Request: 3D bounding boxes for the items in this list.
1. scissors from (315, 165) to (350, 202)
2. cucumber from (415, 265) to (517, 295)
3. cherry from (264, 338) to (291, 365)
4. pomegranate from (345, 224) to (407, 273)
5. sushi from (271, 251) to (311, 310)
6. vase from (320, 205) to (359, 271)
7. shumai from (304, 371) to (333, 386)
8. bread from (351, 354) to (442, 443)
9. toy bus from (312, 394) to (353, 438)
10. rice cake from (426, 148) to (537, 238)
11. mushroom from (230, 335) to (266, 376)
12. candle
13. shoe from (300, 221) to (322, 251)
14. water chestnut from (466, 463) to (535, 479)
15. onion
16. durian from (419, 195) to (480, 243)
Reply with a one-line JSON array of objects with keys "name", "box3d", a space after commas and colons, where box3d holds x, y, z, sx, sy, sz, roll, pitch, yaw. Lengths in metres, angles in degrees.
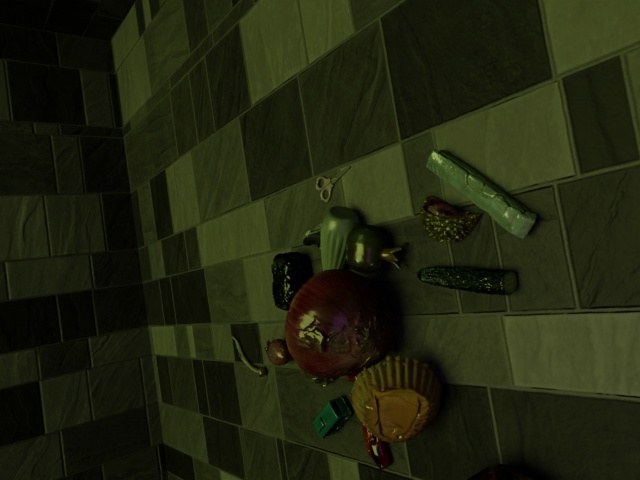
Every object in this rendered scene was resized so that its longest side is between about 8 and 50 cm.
[{"name": "scissors", "box3d": [0.046, -0.209, 1.714, 0.189, 0.015, 0.100, -36, 68, 45]}, {"name": "cucumber", "box3d": [0.374, 0.100, 1.308, 0.293, 0.067, 0.068, 2, 96, 52]}, {"name": "cherry", "box3d": [-0.188, 0.447, 2.033, 0.225, 0.090, 0.107, 15, 118, 58]}, {"name": "pomegranate", "box3d": [0.170, 0.030, 1.514, 0.191, 0.131, 0.152, 7, 95, 28]}, {"name": "sushi", "box3d": [-0.105, 0.155, 1.857, 0.127, 0.124, 0.225, -4, 86, 51]}, {"name": "vase", "box3d": [0.055, 0.014, 1.648, 0.128, 0.128, 0.248, 41, 134, 40]}, {"name": "shumai", "box3d": [0.007, 0.482, 1.806, 0.099, 0.124, 0.087, -19, 120, 31]}, {"name": "bread", "box3d": [0.217, 0.466, 1.409, 0.149, 0.274, 0.274, -74, 3, -62]}, {"name": "toy bus", "box3d": [0.039, 0.636, 1.766, 0.079, 0.091, 0.160, 56, 134, 32]}, {"name": "rice cake", "box3d": [0.402, -0.126, 1.248, 0.336, 0.063, 0.066, 46, 136, 36]}, {"name": "mushroom", "box3d": [-0.337, 0.540, 2.264, 0.306, 0.043, 0.068, 30, 100, 46]}, {"name": "candle", "box3d": [0.164, 0.606, 1.637, 0.084, 0.059, 0.302, -23, 79, 38]}, {"name": "shoe", "box3d": [0.000, 0.000, 1.755, 0.169, 0.071, 0.099, -34, 71, 44]}, {"name": "water chestnut", "box3d": [0.444, 0.689, 1.161, 0.289, 0.289, 0.244, 44, 158, 39]}, {"name": "onion", "box3d": [0.062, 0.264, 1.497, 0.353, 0.353, 0.354, 9, 101, 50]}, {"name": "durian", "box3d": [0.313, -0.048, 1.328, 0.186, 0.108, 0.119, 32, 118, 44]}]
